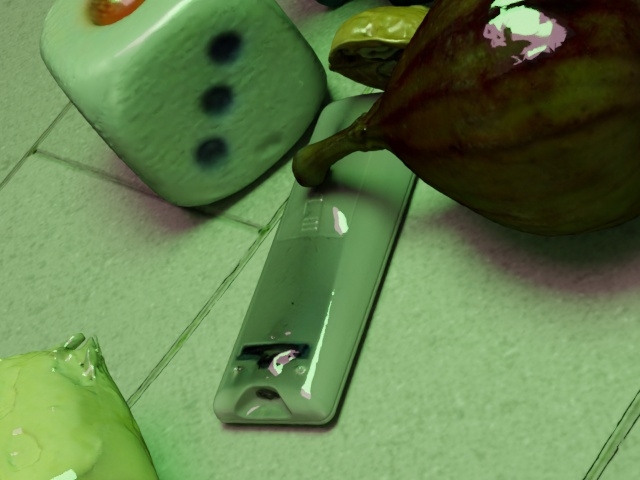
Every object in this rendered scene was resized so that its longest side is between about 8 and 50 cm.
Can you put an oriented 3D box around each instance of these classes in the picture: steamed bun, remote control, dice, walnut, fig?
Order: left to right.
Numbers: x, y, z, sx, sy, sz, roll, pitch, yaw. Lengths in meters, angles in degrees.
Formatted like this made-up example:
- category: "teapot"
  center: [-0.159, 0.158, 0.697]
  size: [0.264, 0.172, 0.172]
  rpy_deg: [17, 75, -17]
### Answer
- category: "steamed bun"
  center: [-0.234, 0.211, 0.933]
  size: [0.273, 0.166, 0.232]
  rpy_deg: [-34, 32, -11]
- category: "dice"
  center: [-0.124, -0.162, 1.169]
  size: [0.193, 0.192, 0.194]
  rpy_deg: [-40, 41, -1]
- category: "remote control"
  center: [0.000, 0.000, 1.033]
  size: [0.109, 0.055, 0.313]
  rpy_deg: [-4, 51, 34]
- category: "walnut"
  center: [0.064, -0.160, 1.041]
  size: [0.121, 0.091, 0.052]
  rpy_deg: [4, 71, 33]
- category: "fig"
  center: [0.104, -0.085, 0.929]
  size: [0.321, 0.217, 0.217]
  rpy_deg: [-20, 43, 32]

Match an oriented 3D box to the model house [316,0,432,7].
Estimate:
- category: "model house"
  center: [0.082, -0.353, 1.128]
  size: [0.342, 0.334, 0.382]
  rpy_deg: [-52, 45, 1]
